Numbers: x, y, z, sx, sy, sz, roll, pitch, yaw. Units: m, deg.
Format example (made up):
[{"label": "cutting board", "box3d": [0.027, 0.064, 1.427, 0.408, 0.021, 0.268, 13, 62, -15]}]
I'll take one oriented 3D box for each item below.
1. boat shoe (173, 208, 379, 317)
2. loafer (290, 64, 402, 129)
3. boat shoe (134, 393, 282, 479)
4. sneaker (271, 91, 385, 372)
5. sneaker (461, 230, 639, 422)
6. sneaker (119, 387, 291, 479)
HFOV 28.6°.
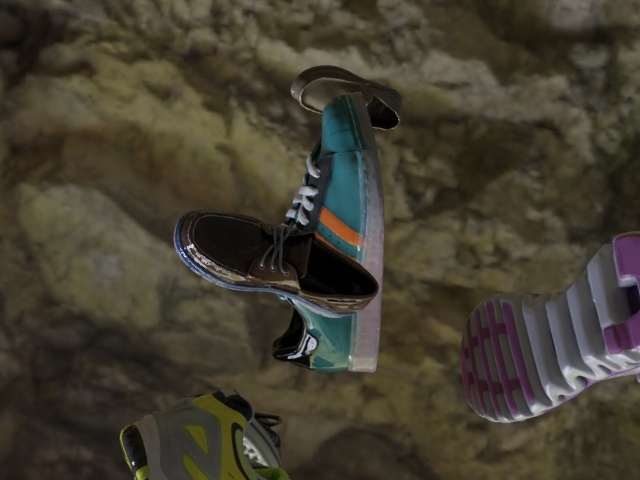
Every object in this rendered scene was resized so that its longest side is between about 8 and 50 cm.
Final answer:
[{"label": "boat shoe", "box3d": [-0.032, 0.012, 1.057, 0.066, 0.183, 0.066, -23, 54, 58]}, {"label": "loafer", "box3d": [0.037, -0.166, 1.480, 0.056, 0.148, 0.050, -67, 29, 30]}, {"label": "boat shoe", "box3d": [-0.136, 0.296, 1.659, 0.500, 0.187, 0.156, 78, -177, -62]}, {"label": "sneaker", "box3d": [0.000, 0.000, 1.267, 0.108, 0.121, 0.302, -101, 10, -69]}, {"label": "sneaker", "box3d": [0.194, 0.069, 0.885, 0.236, 0.105, 0.095, -33, 60, 51]}, {"label": "sneaker", "box3d": [-0.071, 0.336, 1.365, 0.384, 0.147, 0.145, 65, 167, -22]}]
